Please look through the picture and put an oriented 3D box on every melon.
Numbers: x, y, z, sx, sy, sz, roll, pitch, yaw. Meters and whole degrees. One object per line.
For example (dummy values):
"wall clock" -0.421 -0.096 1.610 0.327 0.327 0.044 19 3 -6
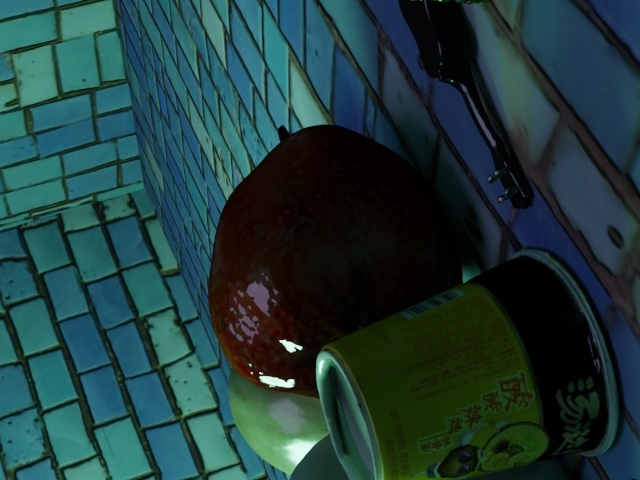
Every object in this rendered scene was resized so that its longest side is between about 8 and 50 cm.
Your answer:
"melon" 0.012 0.195 1.710 0.308 0.272 0.271 -3 105 47

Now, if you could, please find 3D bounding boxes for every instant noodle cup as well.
"instant noodle cup" 0.129 0.134 1.217 0.215 0.236 0.215 165 90 -74

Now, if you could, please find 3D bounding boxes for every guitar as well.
"guitar" 0.136 -0.150 1.249 0.084 0.038 0.271 117 135 -72

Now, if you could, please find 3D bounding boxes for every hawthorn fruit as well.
"hawthorn fruit" 0.000 0.000 1.469 0.284 0.285 0.369 93 163 -55

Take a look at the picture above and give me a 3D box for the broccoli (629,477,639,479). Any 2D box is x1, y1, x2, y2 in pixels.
"broccoli" 0.261 0.310 0.942 0.293 0.348 0.281 -61 11 3

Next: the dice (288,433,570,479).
"dice" 0.127 0.344 1.402 0.262 0.268 0.264 -141 37 -66

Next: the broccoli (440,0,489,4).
"broccoli" 0.031 -0.294 1.011 0.269 0.269 0.254 -146 36 -69
